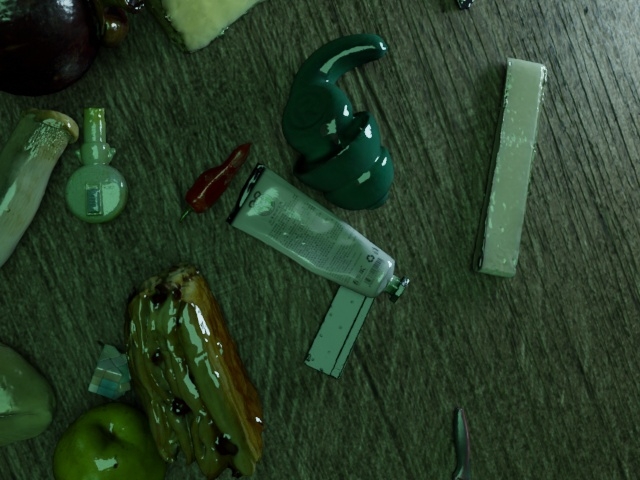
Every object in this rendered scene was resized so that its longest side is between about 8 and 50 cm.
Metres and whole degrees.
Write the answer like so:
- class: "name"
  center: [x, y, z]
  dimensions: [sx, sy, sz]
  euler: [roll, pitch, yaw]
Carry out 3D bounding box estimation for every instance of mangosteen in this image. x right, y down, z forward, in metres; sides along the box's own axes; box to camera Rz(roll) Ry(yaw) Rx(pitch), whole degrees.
- class: "mangosteen"
  center: [-0.448, -0.371, 1.203]
  dimensions: [0.293, 0.297, 0.297]
  euler: [-42, 96, 12]

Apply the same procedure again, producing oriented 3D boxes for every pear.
- class: "pear"
  center: [-0.336, 0.358, 1.287]
  dimensions: [0.198, 0.198, 0.198]
  euler: [0, 91, -8]

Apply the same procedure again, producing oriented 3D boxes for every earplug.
- class: "earplug"
  center: [0.044, -0.189, 1.374]
  dimensions: [0.280, 0.163, 0.257]
  euler: [58, 47, -17]

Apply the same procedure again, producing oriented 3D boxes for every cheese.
- class: "cheese"
  center: [0.349, -0.132, 1.459]
  dimensions: [0.085, 0.034, 0.401]
  euler: [9, 90, -13]

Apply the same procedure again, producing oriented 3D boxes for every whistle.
- class: "whistle"
  center: [-0.380, -0.126, 1.340]
  dimensions: [0.104, 0.057, 0.199]
  euler: [-1, 91, -2]

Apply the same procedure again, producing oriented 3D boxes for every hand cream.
- class: "hand cream"
  center: [0.000, 0.000, 1.387]
  dimensions: [0.336, 0.076, 0.121]
  euler: [32, 82, 4]

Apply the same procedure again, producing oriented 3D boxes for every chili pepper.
- class: "chili pepper"
  center: [-0.185, -0.100, 1.369]
  dimensions: [0.050, 0.059, 0.191]
  euler: [41, 88, 2]

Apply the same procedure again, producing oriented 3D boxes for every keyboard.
- class: "keyboard"
  center: [0.049, 0.130, 1.426]
  dimensions: [0.072, 0.023, 0.231]
  euler: [25, 87, -1]

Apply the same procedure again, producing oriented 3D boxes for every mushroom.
- class: "mushroom"
  center: [-0.520, -0.063, 1.307]
  dimensions: [0.122, 0.095, 0.351]
  euler: [30, 86, 28]

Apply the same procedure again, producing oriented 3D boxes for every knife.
- class: "knife"
  center: [0.260, 0.430, 1.462]
  dimensions: [0.035, 0.018, 0.248]
  euler: [-4, 93, -11]

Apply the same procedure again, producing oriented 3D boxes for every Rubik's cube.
- class: "Rubik's cube"
  center: [-0.343, 0.221, 1.343]
  dimensions: [0.073, 0.075, 0.084]
  euler: [22, 50, -8]

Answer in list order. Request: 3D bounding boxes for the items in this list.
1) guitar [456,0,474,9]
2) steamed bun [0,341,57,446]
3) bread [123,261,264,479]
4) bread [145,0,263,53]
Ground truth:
- class: "guitar"
  center: [0.203, -0.538, 1.426]
  dimensions: [0.083, 0.038, 0.271]
  euler: [-31, 95, -5]
- class: "steamed bun"
  center: [-0.546, 0.259, 1.301]
  dimensions: [0.212, 0.110, 0.231]
  euler: [6, 93, -9]
- class: "bread"
  center: [-0.214, 0.211, 1.268]
  dimensions: [0.167, 0.277, 0.325]
  euler: [-23, 98, -2]
- class: "bread"
  center: [-0.186, -0.470, 1.247]
  dimensions: [0.248, 0.315, 0.279]
  euler: [-37, 106, -4]
